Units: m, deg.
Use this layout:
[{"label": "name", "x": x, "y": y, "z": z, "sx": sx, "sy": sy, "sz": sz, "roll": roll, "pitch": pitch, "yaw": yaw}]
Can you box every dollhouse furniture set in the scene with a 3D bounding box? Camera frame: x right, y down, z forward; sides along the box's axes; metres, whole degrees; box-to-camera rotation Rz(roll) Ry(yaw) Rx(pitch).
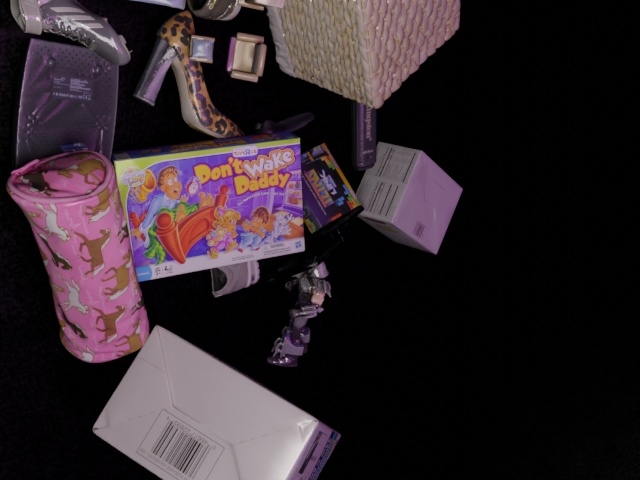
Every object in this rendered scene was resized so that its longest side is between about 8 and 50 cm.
[{"label": "dollhouse furniture set", "x": -0.220, "y": -0.421, "z": 1.151, "sx": 0.303, "sy": 0.198, "sz": 0.286, "roll": 7, "pitch": 104, "yaw": -15}]

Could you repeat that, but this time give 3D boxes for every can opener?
[{"label": "can opener", "x": -0.083, "y": -0.242, "z": 1.573, "sx": 0.186, "sy": 0.059, "sz": 0.073, "roll": -37, "pitch": 104, "yaw": -47}]

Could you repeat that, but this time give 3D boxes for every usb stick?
[{"label": "usb stick", "x": 0.107, "y": -0.310, "z": 1.768, "sx": 0.077, "sy": 0.045, "sz": 0.278, "roll": -25, "pitch": 123, "yaw": -42}]

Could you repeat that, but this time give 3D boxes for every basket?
[{"label": "basket", "x": 0.088, "y": -0.494, "z": 1.431, "sx": 0.328, "sy": 0.266, "sz": 0.331, "roll": -47, "pitch": 153, "yaw": -19}]

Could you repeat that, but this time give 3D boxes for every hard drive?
[{"label": "hard drive", "x": -0.427, "y": -0.196, "z": 1.190, "sx": 0.172, "sy": 0.054, "sz": 0.255, "roll": -4, "pitch": 109, "yaw": -48}]

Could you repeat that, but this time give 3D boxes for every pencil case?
[{"label": "pencil case", "x": -0.390, "y": 0.036, "z": 1.192, "sx": 0.160, "sy": 0.167, "sz": 0.386, "roll": -15, "pitch": 132, "yaw": -15}]

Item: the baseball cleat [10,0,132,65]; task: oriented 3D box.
[{"label": "baseball cleat", "x": -0.398, "y": -0.332, "z": 1.116, "sx": 0.206, "sy": 0.072, "sz": 0.109, "roll": 43, "pitch": 59, "yaw": -15}]

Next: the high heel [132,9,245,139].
[{"label": "high heel", "x": -0.211, "y": -0.303, "z": 1.365, "sx": 0.261, "sy": 0.093, "sz": 0.186, "roll": 25, "pitch": 89, "yaw": -44}]

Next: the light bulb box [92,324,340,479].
[{"label": "light bulb box", "x": -0.178, "y": 0.374, "z": 1.396, "sx": 0.225, "sy": 0.358, "sz": 0.361, "roll": -59, "pitch": 163, "yaw": -13}]

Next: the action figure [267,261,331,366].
[{"label": "action figure", "x": -0.044, "y": 0.160, "z": 1.697, "sx": 0.185, "sy": 0.099, "sz": 0.285, "roll": -89, "pitch": -165, "yaw": -66}]

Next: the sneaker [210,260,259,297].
[{"label": "sneaker", "x": -0.204, "y": 0.001, "z": 1.490, "sx": 0.115, "sy": 0.105, "sz": 0.281, "roll": -35, "pitch": 128, "yaw": -31}]

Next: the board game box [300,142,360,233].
[{"label": "board game box", "x": -0.006, "y": -0.122, "z": 1.643, "sx": 0.141, "sy": 0.048, "sz": 0.170, "roll": -32, "pitch": 90, "yaw": -39}]

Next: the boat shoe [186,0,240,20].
[{"label": "boat shoe", "x": -0.183, "y": -0.549, "z": 1.276, "sx": 0.091, "sy": 0.109, "sz": 0.305, "roll": -28, "pitch": 130, "yaw": -58}]

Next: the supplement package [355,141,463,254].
[{"label": "supplement package", "x": 0.233, "y": -0.109, "z": 1.918, "sx": 0.262, "sy": 0.145, "sz": 0.204, "roll": 30, "pitch": 81, "yaw": -50}]

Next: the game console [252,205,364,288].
[{"label": "game console", "x": 0.000, "y": 0.000, "z": 1.668, "sx": 0.361, "sy": 0.213, "sz": 0.044, "roll": -39, "pitch": 103, "yaw": -49}]

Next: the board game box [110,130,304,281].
[{"label": "board game box", "x": -0.208, "y": -0.069, "z": 1.366, "sx": 0.347, "sy": 0.078, "sz": 0.233, "roll": -11, "pitch": 112, "yaw": -21}]
